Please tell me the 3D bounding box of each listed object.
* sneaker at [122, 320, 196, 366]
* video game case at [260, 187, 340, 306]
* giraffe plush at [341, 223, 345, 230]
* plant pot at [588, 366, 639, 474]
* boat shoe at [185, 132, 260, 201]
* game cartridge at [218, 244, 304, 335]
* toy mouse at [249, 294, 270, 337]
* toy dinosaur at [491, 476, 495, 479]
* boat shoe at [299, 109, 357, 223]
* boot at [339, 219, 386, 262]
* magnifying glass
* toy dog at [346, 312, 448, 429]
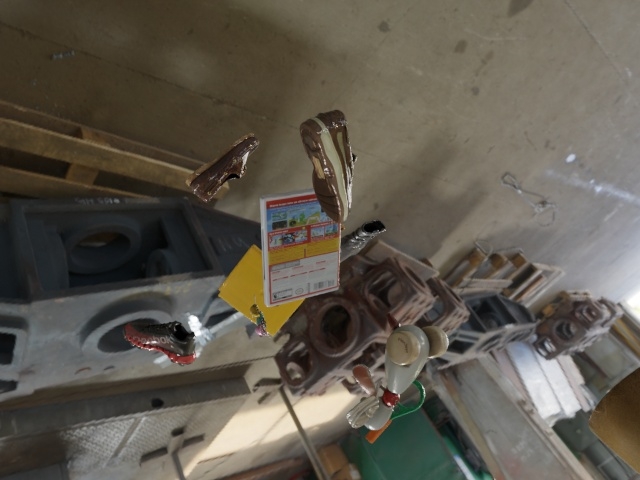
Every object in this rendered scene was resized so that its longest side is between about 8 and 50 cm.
[{"bbox_3d":[-0.552,0.327,1.641,0.097,0.276,0.135,-49,158,-73],"label":"sneaker"},{"bbox_3d":[-0.044,0.015,1.151,0.204,0.025,0.285,-11,118,-25],"label":"video game case"},{"bbox_3d":[0.000,0.000,1.808,0.171,0.210,0.181,6,170,-29],"label":"giraffe plush"},{"bbox_3d":[0.625,0.342,0.751,0.237,0.254,0.237,-11,127,-15],"label":"plant pot"},{"bbox_3d":[-0.213,-0.169,1.104,0.207,0.073,0.073,-44,176,-20],"label":"boat shoe"},{"bbox_3d":[-0.248,0.219,2.057,0.285,0.324,0.052,-50,-176,15],"label":"game cartridge"},{"bbox_3d":[-0.209,0.291,1.631,0.031,0.161,0.143,-20,121,-2],"label":"toy mouse"},{"bbox_3d":[0.493,0.700,1.107,0.064,0.268,0.118,-34,169,-2],"label":"toy dinosaur"},{"bbox_3d":[0.039,-0.144,0.951,0.095,0.095,0.257,-37,143,-18],"label":"boat shoe"},{"bbox_3d":[0.130,0.002,2.093,0.338,0.118,0.223,-30,171,-47],"label":"boot"},{"bbox_3d":[0.222,0.514,1.419,0.231,0.092,0.026,-47,152,-3],"label":"magnifying glass"},{"bbox_3d":[0.175,0.329,1.246,0.333,0.161,0.220,-49,139,5],"label":"toy dog"}]
